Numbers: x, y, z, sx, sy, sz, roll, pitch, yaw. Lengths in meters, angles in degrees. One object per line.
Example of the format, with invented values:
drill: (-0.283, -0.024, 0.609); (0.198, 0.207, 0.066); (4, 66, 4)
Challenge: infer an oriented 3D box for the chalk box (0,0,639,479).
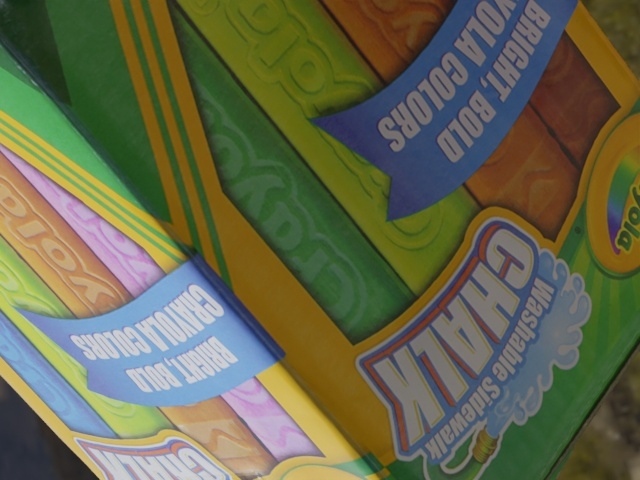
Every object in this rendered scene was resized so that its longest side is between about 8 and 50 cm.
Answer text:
chalk box: (0.000, 0.000, 0.568); (0.289, 0.180, 0.179); (49, 149, -17)
